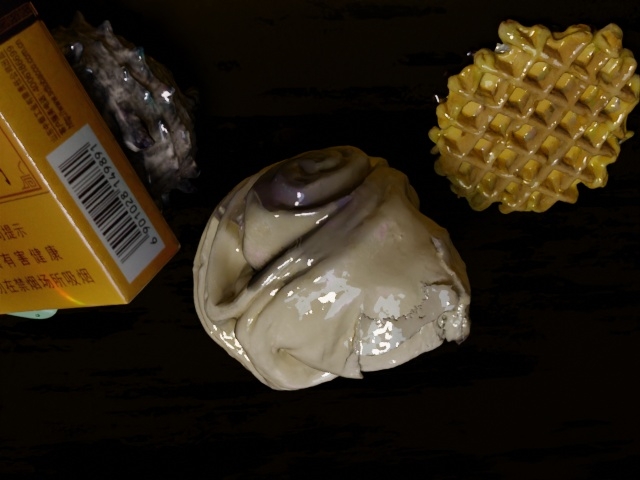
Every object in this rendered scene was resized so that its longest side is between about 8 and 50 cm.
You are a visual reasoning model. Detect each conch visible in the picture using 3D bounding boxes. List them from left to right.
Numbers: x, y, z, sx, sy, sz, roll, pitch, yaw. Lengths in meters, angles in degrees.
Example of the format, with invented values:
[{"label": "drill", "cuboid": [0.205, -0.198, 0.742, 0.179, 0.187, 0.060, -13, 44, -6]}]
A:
[{"label": "conch", "cuboid": [-0.260, -0.130, 1.102, 0.241, 0.186, 0.313, 3, 151, 20]}]

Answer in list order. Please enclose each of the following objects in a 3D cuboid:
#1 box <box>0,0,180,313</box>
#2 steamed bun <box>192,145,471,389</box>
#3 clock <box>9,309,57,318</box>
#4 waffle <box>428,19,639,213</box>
[{"label": "box", "cuboid": [-0.365, -0.115, 0.992, 0.264, 0.115, 0.415, -6, 123, 39]}, {"label": "steamed bun", "cuboid": [0.000, 0.000, 1.145, 0.394, 0.346, 0.237, 7, 142, 36]}, {"label": "clock", "cuboid": [-0.422, 0.012, 1.270, 0.160, 0.066, 0.210, 12, 128, -21]}, {"label": "waffle", "cuboid": [0.295, -0.151, 1.244, 0.330, 0.062, 0.329, -5, 132, -5]}]
